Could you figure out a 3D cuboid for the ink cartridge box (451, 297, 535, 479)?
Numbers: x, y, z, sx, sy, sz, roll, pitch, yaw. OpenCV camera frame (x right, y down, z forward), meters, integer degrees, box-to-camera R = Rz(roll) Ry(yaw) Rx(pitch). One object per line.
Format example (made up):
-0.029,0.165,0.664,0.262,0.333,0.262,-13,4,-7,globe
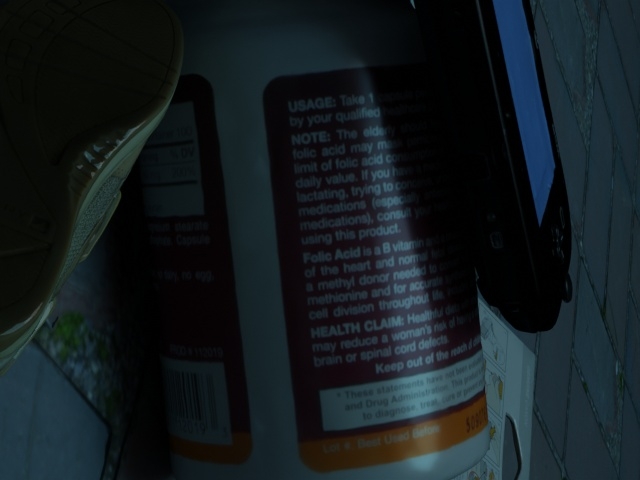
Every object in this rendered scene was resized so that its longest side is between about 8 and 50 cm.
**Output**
0.113,0.165,1.434,0.261,0.066,0.296,48,38,-38,ink cartridge box

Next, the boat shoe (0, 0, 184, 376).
-0.160,-0.037,0.832,0.098,0.109,0.302,122,-11,-46,boat shoe

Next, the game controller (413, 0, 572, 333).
0.117,-0.105,0.964,0.166,0.067,0.319,-50,132,-54,game controller

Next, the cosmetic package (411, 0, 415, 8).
0.052,-0.272,1.425,0.231,0.085,0.117,-57,139,-55,cosmetic package

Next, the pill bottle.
-0.010,-0.035,1.027,0.224,0.224,0.392,-17,103,-68,pill bottle
